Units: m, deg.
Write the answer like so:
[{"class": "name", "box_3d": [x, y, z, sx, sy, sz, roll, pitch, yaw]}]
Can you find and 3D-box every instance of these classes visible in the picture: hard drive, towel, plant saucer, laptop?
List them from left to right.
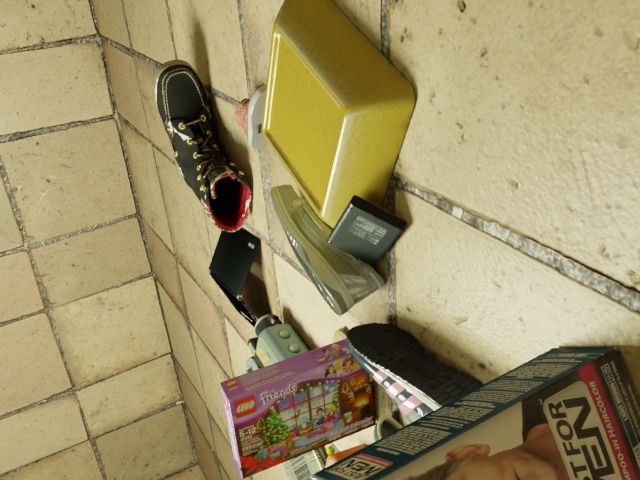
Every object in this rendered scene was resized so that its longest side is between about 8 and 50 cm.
[{"class": "laptop", "box_3d": [-0.200, 0.106, 1.706, 0.234, 0.136, 0.264, 29, 155, 57]}, {"class": "towel", "box_3d": [-0.036, 0.616, 1.714, 0.324, 0.056, 0.312, 65, 152, 19]}, {"class": "plant saucer", "box_3d": [-0.004, -0.201, 1.030, 0.333, 0.080, 0.333, 55, 151, 30]}, {"class": "hard drive", "box_3d": [0.071, -0.012, 1.007, 0.094, 0.022, 0.135, 27, 149, -2]}]

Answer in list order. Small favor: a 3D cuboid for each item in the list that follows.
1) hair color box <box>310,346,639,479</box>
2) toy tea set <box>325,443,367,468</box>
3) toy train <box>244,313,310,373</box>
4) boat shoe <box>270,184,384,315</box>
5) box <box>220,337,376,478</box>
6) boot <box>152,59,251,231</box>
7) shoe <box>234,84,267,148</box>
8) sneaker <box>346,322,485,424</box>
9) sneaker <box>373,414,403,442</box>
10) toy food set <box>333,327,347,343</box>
[{"class": "hair color box", "box_3d": [0.183, 0.250, 0.635, 0.105, 0.347, 0.174, -25, 85, 65]}, {"class": "toy tea set", "box_3d": [0.110, 0.559, 1.264, 0.336, 0.124, 0.200, 16, 121, 61]}, {"class": "toy train", "box_3d": [-0.070, 0.323, 1.480, 0.334, 0.142, 0.190, 49, 135, 43]}, {"class": "boat shoe", "box_3d": [0.000, -0.001, 1.159, 0.320, 0.103, 0.118, 55, 170, 43]}, {"class": "box", "box_3d": [-0.034, 0.316, 1.191, 0.057, 0.293, 0.201, -137, 37, -55]}, {"class": "boot", "box_3d": [-0.286, -0.222, 1.525, 0.284, 0.138, 0.378, 51, 152, 39]}, {"class": "shoe", "box_3d": [-0.137, -0.270, 1.272, 0.081, 0.063, 0.178, 56, 156, 20]}, {"class": "sneaker", "box_3d": [0.143, 0.242, 0.994, 0.319, 0.112, 0.131, 34, 133, 55]}, {"class": "sneaker", "box_3d": [0.154, 0.401, 1.134, 0.192, 0.064, 0.086, 50, 153, 44]}, {"class": "toy food set", "box_3d": [0.051, 0.220, 1.276, 0.082, 0.020, 0.083, 34, 137, 53]}]
